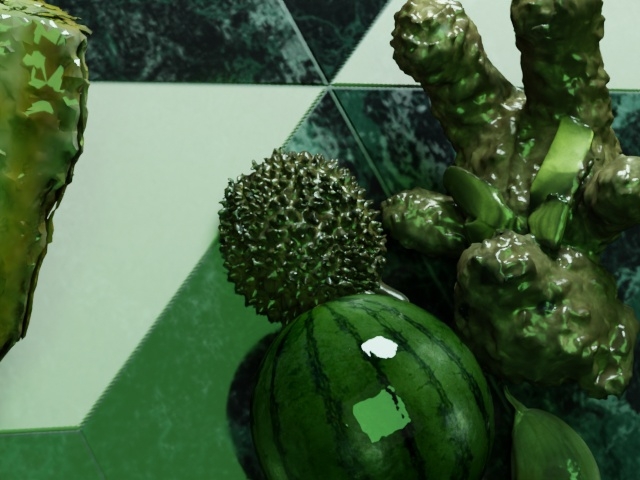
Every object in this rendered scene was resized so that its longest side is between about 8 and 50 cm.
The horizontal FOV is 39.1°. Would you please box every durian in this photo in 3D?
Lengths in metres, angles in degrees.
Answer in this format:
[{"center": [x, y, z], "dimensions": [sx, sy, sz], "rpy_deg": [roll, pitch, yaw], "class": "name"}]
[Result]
[{"center": [0.000, 0.000, 0.757], "dimensions": [0.188, 0.091, 0.148], "rpy_deg": [37, 75, -4], "class": "durian"}]

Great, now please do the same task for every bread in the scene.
[{"center": [-0.325, -0.071, 0.691], "dimensions": [0.248, 0.279, 0.315], "rpy_deg": [11, 114, -29], "class": "bread"}]

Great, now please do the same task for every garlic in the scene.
[{"center": [0.201, 0.204, 0.770], "dimensions": [0.084, 0.066, 0.152], "rpy_deg": [6, 81, -8], "class": "garlic"}]

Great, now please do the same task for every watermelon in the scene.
[{"center": [0.044, 0.147, 0.688], "dimensions": [0.188, 0.188, 0.215], "rpy_deg": [-26, 88, -14], "class": "watermelon"}]

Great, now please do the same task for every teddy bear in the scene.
[{"center": [0.150, -0.041, 0.734], "dimensions": [0.296, 0.246, 0.223], "rpy_deg": [61, 38, -31], "class": "teddy bear"}]
